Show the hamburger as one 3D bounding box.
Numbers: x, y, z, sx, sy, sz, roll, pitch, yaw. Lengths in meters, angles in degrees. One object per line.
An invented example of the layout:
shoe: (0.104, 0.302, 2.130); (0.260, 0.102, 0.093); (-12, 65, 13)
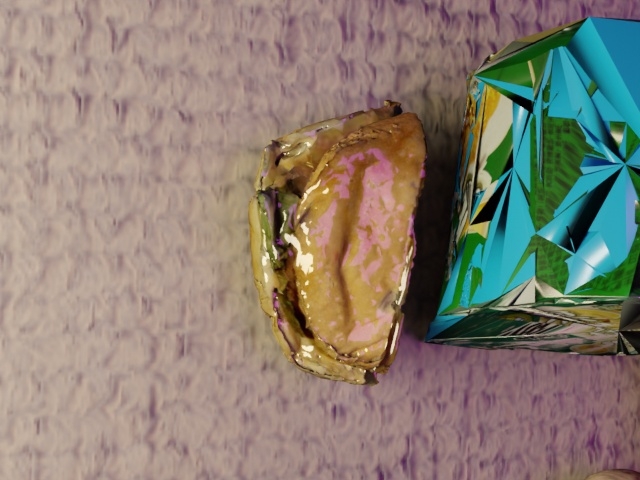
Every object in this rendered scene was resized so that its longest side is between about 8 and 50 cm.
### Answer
hamburger: (-0.005, -0.006, 0.755); (0.102, 0.087, 0.176); (10, 90, -24)

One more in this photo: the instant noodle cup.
instant noodle cup: (0.184, -0.026, 0.813); (0.240, 0.240, 0.178); (9, 75, -36)

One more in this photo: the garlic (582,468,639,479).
garlic: (0.220, 0.235, 0.890); (0.159, 0.102, 0.147); (9, 68, -38)
